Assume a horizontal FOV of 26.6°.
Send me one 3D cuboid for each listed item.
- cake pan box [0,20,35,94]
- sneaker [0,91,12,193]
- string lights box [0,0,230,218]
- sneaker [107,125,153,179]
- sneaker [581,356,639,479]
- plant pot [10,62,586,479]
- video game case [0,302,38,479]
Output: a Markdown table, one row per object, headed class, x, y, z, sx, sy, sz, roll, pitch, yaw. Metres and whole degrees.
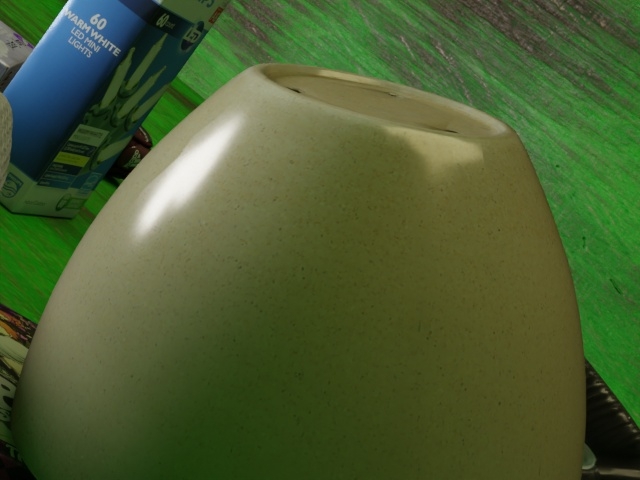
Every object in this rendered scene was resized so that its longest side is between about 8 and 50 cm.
| class | x | y | z | sx | sy | sz | roll | pitch | yaw |
| --- | --- | --- | --- | --- | --- | --- | --- | --- | --- |
| cake pan box | -0.433 | -0.244 | 1.472 | 0.246 | 0.070 | 0.267 | 38 | 6 | -8 |
| sneaker | -0.283 | -0.027 | 0.710 | 0.153 | 0.101 | 0.268 | 14 | 25 | 10 |
| string lights box | -0.197 | -0.146 | 1.199 | 0.077 | 0.259 | 0.133 | 39 | 8 | 11 |
| sneaker | -0.236 | -0.118 | 1.479 | 0.162 | 0.106 | 0.281 | 37 | 6 | -26 |
| sneaker | 0.236 | 0.258 | 1.106 | 0.447 | 0.169 | 0.257 | 54 | -9 | 7 |
| plant pot | 0.009 | 0.022 | 0.660 | 0.284 | 0.190 | 0.284 | 14 | 15 | -4 |
| video game case | -0.133 | 0.112 | 0.741 | 0.232 | 0.041 | 0.210 | 34 | 7 | -25 |
